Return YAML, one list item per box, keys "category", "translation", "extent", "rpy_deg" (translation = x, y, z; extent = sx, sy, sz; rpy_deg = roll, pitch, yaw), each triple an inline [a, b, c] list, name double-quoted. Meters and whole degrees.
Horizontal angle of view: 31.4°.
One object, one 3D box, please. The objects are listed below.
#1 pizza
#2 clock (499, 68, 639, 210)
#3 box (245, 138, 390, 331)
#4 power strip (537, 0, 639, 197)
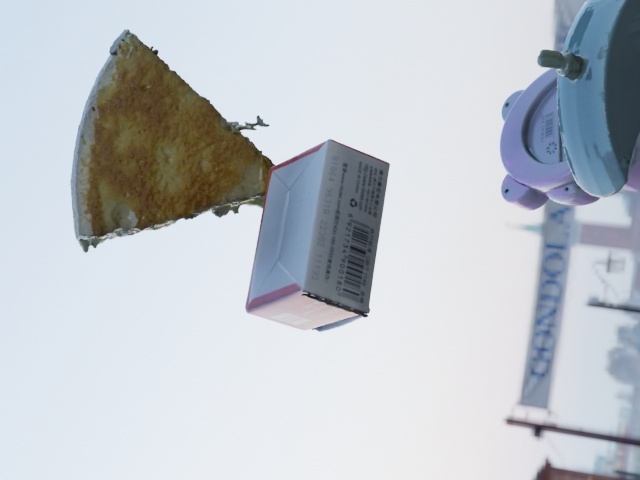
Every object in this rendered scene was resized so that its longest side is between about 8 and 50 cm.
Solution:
- category: "pizza"
  translation: [-0.173, -0.089, 1.448]
  extent: [0.280, 0.287, 0.075]
  rpy_deg: [-71, 17, -3]
- category: "clock"
  translation: [0.364, -0.158, 1.617]
  extent: [0.090, 0.247, 0.228]
  rpy_deg: [22, -119, -35]
- category: "box"
  translation: [0.000, 0.000, 1.230]
  extent: [0.133, 0.099, 0.182]
  rpy_deg: [-25, 52, 55]
- category: "power strip"
  translation: [0.263, -0.132, 0.880]
  extent: [0.253, 0.054, 0.168]
  rpy_deg: [-15, -83, -31]
